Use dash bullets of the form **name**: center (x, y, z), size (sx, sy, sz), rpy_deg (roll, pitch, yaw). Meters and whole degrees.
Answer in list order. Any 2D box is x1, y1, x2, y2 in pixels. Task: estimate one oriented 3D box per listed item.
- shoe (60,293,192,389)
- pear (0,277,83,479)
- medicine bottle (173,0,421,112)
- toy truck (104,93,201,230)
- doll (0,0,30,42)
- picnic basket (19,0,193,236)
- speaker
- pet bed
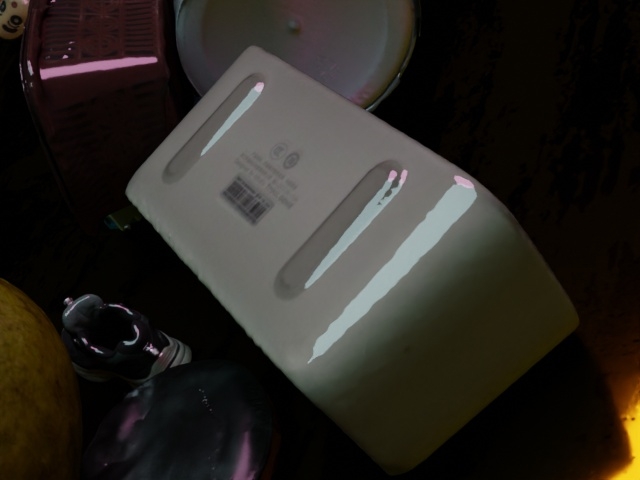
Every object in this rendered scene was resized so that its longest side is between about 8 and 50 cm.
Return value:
- **shoe**: center (-0.201, 0.086, 0.972), size (0.169, 0.099, 0.071), rpy_deg (11, 59, 43)
- **pear**: center (-0.363, 0.172, 0.817), size (0.352, 0.352, 0.413), rpy_deg (-45, 27, -12)
- **medicine bottle**: center (-0.038, -0.288, 1.127), size (0.244, 0.245, 0.290), rpy_deg (-25, 38, 12)
- **toy truck**: center (-0.176, -0.086, 1.155), size (0.081, 0.067, 0.175), rpy_deg (5, 52, 41)
- **doll**: center (-0.444, -0.374, 1.637), size (0.179, 0.102, 0.089), rpy_deg (-45, -3, -6)
- **picnic basket**: center (-0.202, -0.160, 1.060), size (0.129, 0.223, 0.297), rpy_deg (-11, 40, 0)
- **speaker**: center (0.000, 0.000, 0.858), size (0.184, 0.183, 0.406), rpy_deg (-45, 39, -4)
- **pet bed**: center (-0.117, 0.182, 0.851), size (0.201, 0.053, 0.201), rpy_deg (-19, 42, 18)
